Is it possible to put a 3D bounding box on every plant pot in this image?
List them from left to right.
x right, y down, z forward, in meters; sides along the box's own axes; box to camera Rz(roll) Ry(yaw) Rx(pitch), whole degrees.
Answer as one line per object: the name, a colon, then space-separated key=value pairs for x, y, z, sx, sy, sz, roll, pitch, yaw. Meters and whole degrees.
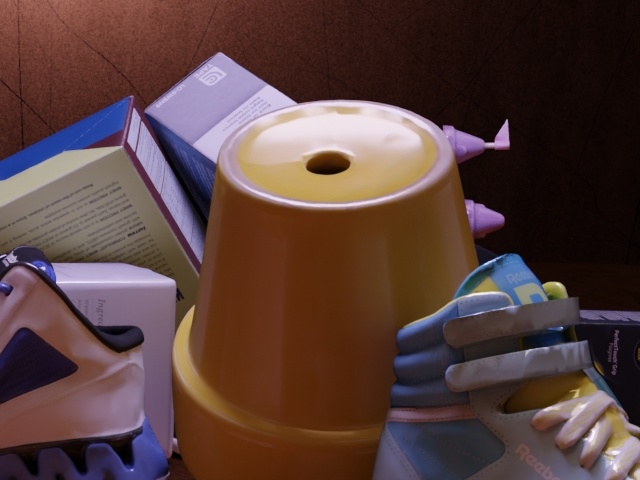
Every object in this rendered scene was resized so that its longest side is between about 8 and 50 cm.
plant pot: x=0.013 y=0.039 z=1.278 sx=0.254 sy=0.239 sz=0.254 roll=-2 pitch=31 yaw=1

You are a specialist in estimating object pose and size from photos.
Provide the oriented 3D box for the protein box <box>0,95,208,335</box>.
protein box: x=-0.213 y=0.013 z=1.641 sx=0.200 sy=0.201 sz=0.136 roll=-25 pitch=22 yaw=10

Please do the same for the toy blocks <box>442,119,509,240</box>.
toy blocks: x=0.097 y=-0.004 z=2.149 sx=0.260 sy=0.288 sz=0.309 roll=1 pitch=2 yaw=3

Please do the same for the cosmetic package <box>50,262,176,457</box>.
cosmetic package: x=-0.228 y=0.098 z=1.473 sx=0.184 sy=0.151 sz=0.151 roll=0 pitch=5 yaw=-23

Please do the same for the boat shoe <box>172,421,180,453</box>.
boat shoe: x=0.033 y=0.124 z=1.468 sx=0.340 sy=0.113 sz=0.127 roll=0 pitch=10 yaw=17

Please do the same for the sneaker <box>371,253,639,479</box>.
sneaker: x=0.161 y=0.118 z=1.081 sx=0.319 sy=0.208 sz=0.127 roll=7 pitch=5 yaw=35

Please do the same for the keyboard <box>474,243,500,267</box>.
keyboard: x=0.080 y=0.046 z=1.993 sx=0.317 sy=0.201 sz=0.033 roll=24 pitch=-41 yaw=-16

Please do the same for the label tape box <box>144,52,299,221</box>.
label tape box: x=0.000 y=0.000 z=1.648 sx=0.106 sy=0.240 sz=0.334 roll=-39 pitch=46 yaw=-15

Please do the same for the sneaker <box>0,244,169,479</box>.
sneaker: x=-0.267 y=0.094 z=1.316 sx=0.316 sy=0.182 sz=0.127 roll=1 pitch=3 yaw=-17

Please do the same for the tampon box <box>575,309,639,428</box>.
tampon box: x=0.229 y=0.125 z=1.596 sx=0.161 sy=0.120 sz=0.101 roll=2 pitch=5 yaw=-8
